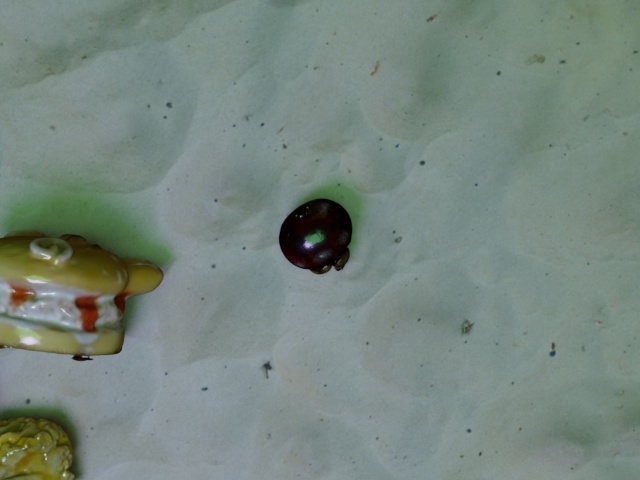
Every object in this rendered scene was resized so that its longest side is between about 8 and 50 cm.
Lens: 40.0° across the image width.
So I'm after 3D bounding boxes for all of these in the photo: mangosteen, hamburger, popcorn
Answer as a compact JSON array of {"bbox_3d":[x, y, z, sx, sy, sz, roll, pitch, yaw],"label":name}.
[{"bbox_3d":[0.000,0.000,1.487,0.140,0.140,0.140,0,94,-1],"label":"mangosteen"},{"bbox_3d":[-0.414,0.082,1.421,0.303,0.261,0.186,13,89,-20],"label":"hamburger"},{"bbox_3d":[-0.504,0.382,1.491,0.180,0.180,0.170,-39,55,2],"label":"popcorn"}]
